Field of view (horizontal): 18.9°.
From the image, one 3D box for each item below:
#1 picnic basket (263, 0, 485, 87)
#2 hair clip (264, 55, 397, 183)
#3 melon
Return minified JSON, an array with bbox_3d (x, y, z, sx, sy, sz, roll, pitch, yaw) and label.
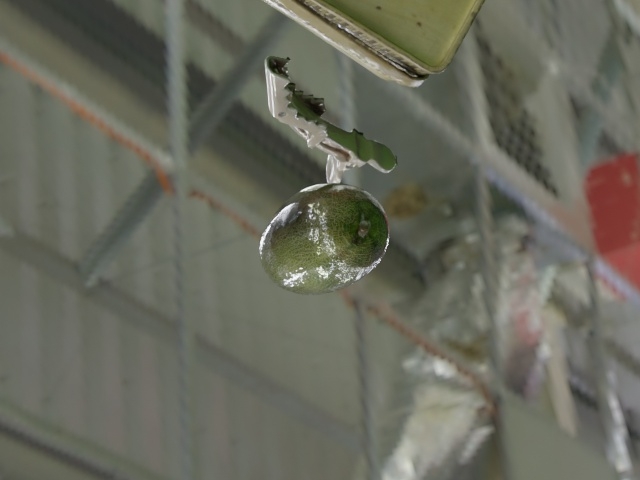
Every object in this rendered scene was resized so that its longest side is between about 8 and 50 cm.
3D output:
[{"bbox_3d":[0.047,-0.179,1.088,0.115,0.164,0.079,32,173,-15],"label":"picnic basket"},{"bbox_3d":[-0.011,-0.111,1.821,0.226,0.072,0.034,36,-140,-52],"label":"hair clip"},{"bbox_3d":[0.000,0.000,1.761,0.099,0.162,0.099,7,-105,-29],"label":"melon"}]
